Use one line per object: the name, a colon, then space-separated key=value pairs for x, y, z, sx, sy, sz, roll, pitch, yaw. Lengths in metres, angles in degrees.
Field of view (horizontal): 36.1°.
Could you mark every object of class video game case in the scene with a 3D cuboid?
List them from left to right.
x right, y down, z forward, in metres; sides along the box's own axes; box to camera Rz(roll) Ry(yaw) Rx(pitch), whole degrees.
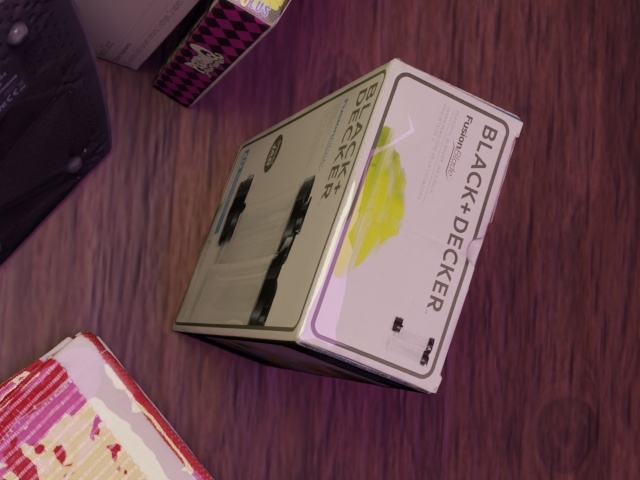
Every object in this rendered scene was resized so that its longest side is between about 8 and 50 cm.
video game case: x=-0.035 y=-0.211 z=0.684 sx=0.041 sy=0.232 sz=0.210 roll=30 pitch=77 yaw=-15

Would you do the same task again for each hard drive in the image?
hard drive: x=-0.211 y=-0.065 z=0.604 sx=0.054 sy=0.255 sz=0.172 roll=38 pitch=74 yaw=7

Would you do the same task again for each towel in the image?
towel: x=-0.215 y=0.244 z=0.651 sx=0.329 sy=0.037 sz=0.237 roll=-38 pitch=82 yaw=-19

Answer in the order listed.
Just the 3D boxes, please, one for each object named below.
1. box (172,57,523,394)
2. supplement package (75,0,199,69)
box: x=0.000 y=0.000 z=0.653 sx=0.087 sy=0.290 sz=0.169 roll=24 pitch=79 yaw=-19
supplement package: x=-0.135 y=-0.251 z=0.631 sx=0.145 sy=0.262 sz=0.204 roll=17 pitch=81 yaw=-19
